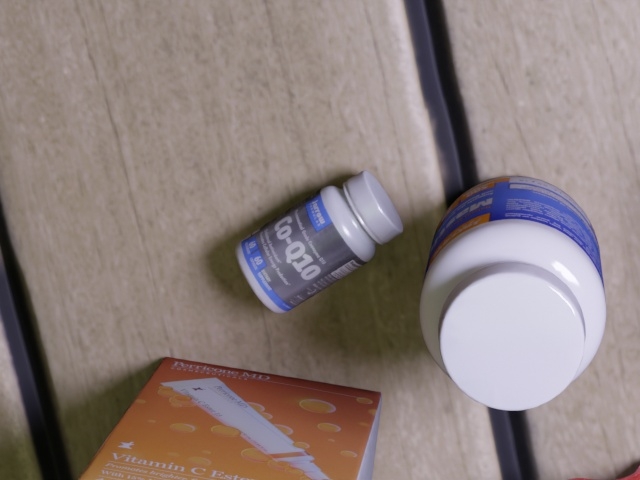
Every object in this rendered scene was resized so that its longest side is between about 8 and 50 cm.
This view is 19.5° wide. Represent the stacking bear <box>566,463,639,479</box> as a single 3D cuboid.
[{"bbox_3d":[0.278,0.366,1.673,0.175,0.164,0.289,-9,123,-36],"label":"stacking bear"}]

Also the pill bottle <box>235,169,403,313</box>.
[{"bbox_3d":[0.000,0.000,1.657,0.137,0.078,0.078,-33,98,13],"label":"pill bottle"}]

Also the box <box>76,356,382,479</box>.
[{"bbox_3d":[-0.076,0.241,1.586,0.215,0.345,0.168,9,104,5],"label":"box"}]

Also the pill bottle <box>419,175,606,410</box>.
[{"bbox_3d":[0.160,0.045,1.547,0.152,0.272,0.152,2,103,6],"label":"pill bottle"}]
